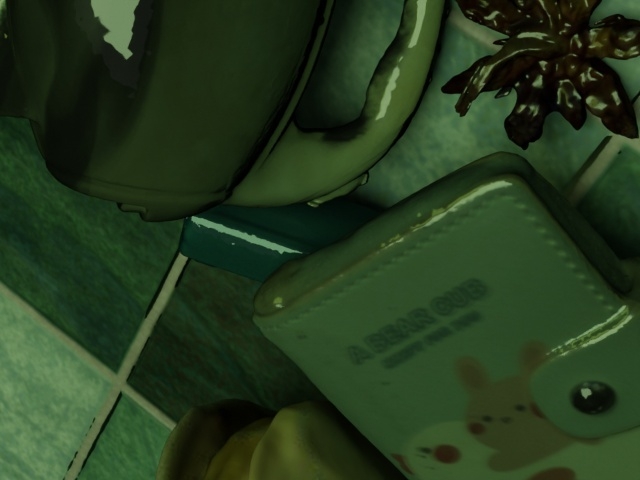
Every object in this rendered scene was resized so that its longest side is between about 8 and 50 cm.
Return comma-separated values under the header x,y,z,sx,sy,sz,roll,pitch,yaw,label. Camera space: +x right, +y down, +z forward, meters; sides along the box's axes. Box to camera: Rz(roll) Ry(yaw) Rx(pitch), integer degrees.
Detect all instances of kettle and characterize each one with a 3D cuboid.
x,y,z,sx,sy,sz,roll,pitch,yaw,label
-0.063,-0.167,0.718,0.321,0.228,0.324,6,106,-18,kettle

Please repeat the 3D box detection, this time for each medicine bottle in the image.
x,y,z,sx,sy,sz,roll,pitch,yaw,label
0.000,0.000,0.830,0.258,0.124,0.079,20,118,6,medicine bottle

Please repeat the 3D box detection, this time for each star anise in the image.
x,y,z,sx,sy,sz,roll,pitch,yaw,label
0.162,-0.136,0.715,0.168,0.057,0.168,5,107,16,star anise

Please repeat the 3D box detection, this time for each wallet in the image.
x,y,z,sx,sy,sz,roll,pitch,yaw,label
0.150,0.107,0.753,0.252,0.083,0.360,-33,112,27,wallet

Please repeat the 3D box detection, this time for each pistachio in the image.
x,y,z,sx,sy,sz,roll,pitch,yaw,label
-0.015,0.253,0.856,0.229,0.238,0.321,-10,135,25,pistachio
